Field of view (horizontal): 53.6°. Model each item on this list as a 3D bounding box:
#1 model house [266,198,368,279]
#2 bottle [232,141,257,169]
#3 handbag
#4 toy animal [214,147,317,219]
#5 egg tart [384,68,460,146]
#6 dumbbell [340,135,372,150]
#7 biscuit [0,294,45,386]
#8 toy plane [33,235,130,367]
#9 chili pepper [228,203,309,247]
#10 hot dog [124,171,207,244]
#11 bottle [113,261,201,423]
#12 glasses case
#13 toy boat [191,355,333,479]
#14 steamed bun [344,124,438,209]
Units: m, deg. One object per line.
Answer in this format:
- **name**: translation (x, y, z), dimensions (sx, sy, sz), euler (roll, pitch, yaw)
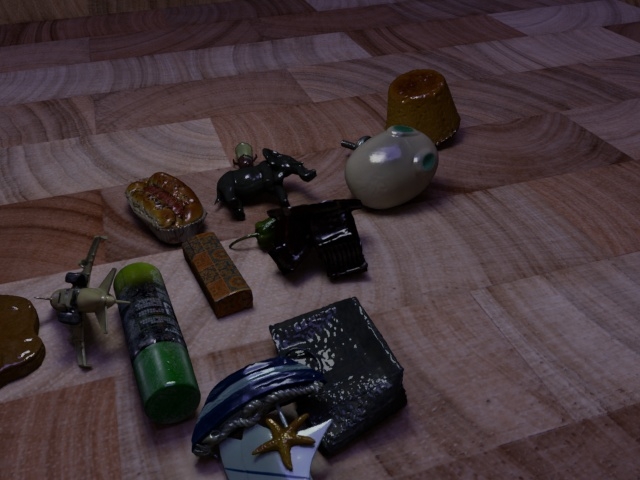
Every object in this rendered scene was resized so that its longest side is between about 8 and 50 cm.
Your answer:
- **model house**: translation (-0.006, 0.001, 1.286), dimensions (0.203, 0.164, 0.141), euler (-7, -2, 2)
- **bottle**: translation (-0.199, -0.212, 1.658), dimensions (0.063, 0.047, 0.101), euler (-35, 37, 16)
- **handbag**: translation (0.026, 0.204, 1.022), dimensions (0.175, 0.088, 0.270), euler (-22, 42, -9)
- **toy animal**: translation (-0.134, -0.141, 1.488), dimensions (0.245, 0.114, 0.146), euler (-9, 36, -11)
- **egg tart**: translation (0.271, -0.359, 1.740), dimensions (0.215, 0.170, 0.215), euler (-11, 43, 10)
- **dumbbell**: translation (0.157, -0.215, 1.611), dimensions (0.254, 0.081, 0.082), euler (24, 42, 31)
- **biscuit**: translation (-0.632, 0.185, 1.101), dimensions (0.273, 0.049, 0.257), euler (-20, 39, -22)
- **toy plane**: translation (-0.427, 0.106, 1.123), dimensions (0.244, 0.228, 0.092), euler (-4, -13, 42)
- **chili pepper**: translation (-0.091, -0.023, 1.362), dimensions (0.204, 0.073, 0.072), euler (-23, 54, -25)
- **hot dog**: translation (-0.352, -0.082, 1.448), dimensions (0.144, 0.075, 0.268), euler (-25, 39, -26)
- **bottle**: translation (-0.283, 0.162, 1.076), dimensions (0.093, 0.093, 0.330), euler (-15, 37, -18)
- **glasses case**: translation (-0.207, 0.062, 1.256), dimensions (0.075, 0.049, 0.218), euler (-16, 37, -21)
- **toy boat**: translation (-0.058, 0.309, 0.884), dimensions (0.221, 0.067, 0.291), euler (-24, 53, -8)
- **steamed bun**: translation (0.169, -0.177, 1.462), dimensions (0.228, 0.130, 0.177), euler (-25, 71, -12)
